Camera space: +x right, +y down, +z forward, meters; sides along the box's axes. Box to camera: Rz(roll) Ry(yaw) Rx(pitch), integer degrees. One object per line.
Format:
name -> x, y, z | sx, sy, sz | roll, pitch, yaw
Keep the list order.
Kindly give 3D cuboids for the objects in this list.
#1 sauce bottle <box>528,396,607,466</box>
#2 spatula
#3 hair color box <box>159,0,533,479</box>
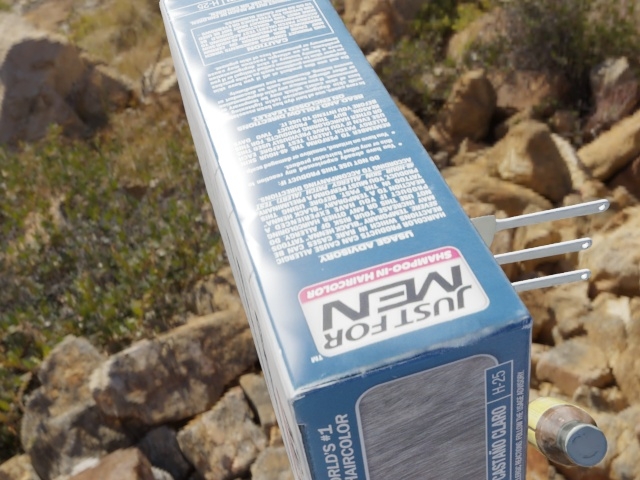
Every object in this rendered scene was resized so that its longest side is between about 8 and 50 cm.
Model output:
sauce bottle -> 0.436, 0.347, 1.708 | 0.111, 0.344, 0.111 | 0, 87, 2
spatula -> 0.241, 0.020, 1.183 | 0.242, 0.168, 0.019 | -10, 43, -12
hair color box -> 0.000, 0.000, 0.539 | 0.105, 0.174, 0.347 | -16, 42, -6
